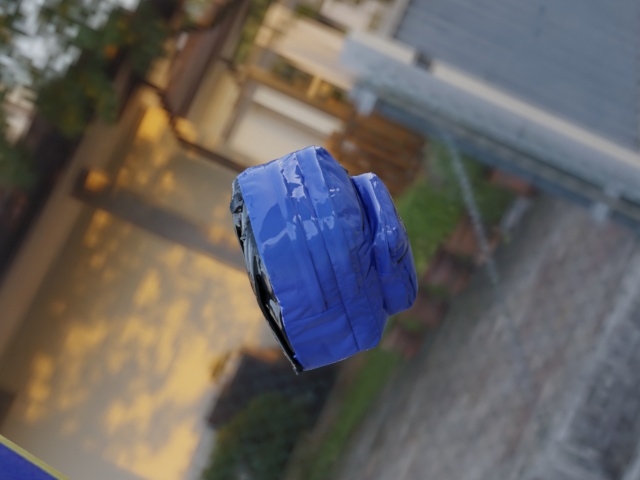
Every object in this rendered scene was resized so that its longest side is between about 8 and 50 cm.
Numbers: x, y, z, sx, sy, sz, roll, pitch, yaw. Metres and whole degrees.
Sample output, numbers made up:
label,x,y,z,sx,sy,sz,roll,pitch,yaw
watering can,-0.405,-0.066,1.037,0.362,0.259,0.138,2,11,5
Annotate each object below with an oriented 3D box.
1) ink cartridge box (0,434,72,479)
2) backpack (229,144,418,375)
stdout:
label,x,y,z,sx,sy,sz,roll,pitch,yaw
ink cartridge box,-0.082,0.096,0.451,0.072,0.304,0.307,-57,-1,-21
backpack,0.000,0.000,1.043,0.120,0.101,0.098,65,-179,-48
